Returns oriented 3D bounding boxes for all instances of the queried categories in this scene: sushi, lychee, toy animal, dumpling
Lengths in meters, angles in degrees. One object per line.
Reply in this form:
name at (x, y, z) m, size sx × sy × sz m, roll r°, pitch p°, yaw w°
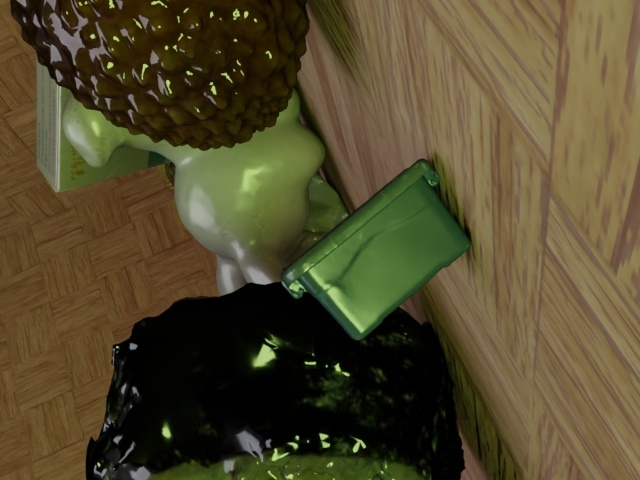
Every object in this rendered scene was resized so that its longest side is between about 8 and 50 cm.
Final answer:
sushi at (-0.026, 0.225, 0.696) m, size 0.328 × 0.328 × 0.285 m, roll 121°, pitch 153°, yaw -42°
lychee at (-0.103, -0.165, 0.515) m, size 0.238 × 0.200 × 0.200 m, roll 62°, pitch 180°, yaw -30°
toy animal at (-0.121, -0.070, 0.938) m, size 0.367 × 0.241 × 0.196 m, roll 62°, pitch 157°, yaw -11°
dumpling at (-0.003, -0.001, 1.044) m, size 0.155 × 0.111 × 0.181 m, roll -16°, pitch 110°, yaw 55°

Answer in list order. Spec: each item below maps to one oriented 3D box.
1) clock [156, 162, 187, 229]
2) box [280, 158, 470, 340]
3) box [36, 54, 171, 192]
clock at (-0.169, -0.147, 1.507) m, size 0.317 × 0.244 × 0.200 m, roll 74°, pitch -173°, yaw -50°
box at (0.031, 0.008, 0.446) m, size 0.054 × 0.099 × 0.074 m, roll 51°, pitch 177°, yaw -3°
box at (-0.243, -0.228, 1.017) m, size 0.065 × 0.200 × 0.343 m, roll 47°, pitch 140°, yaw 30°
